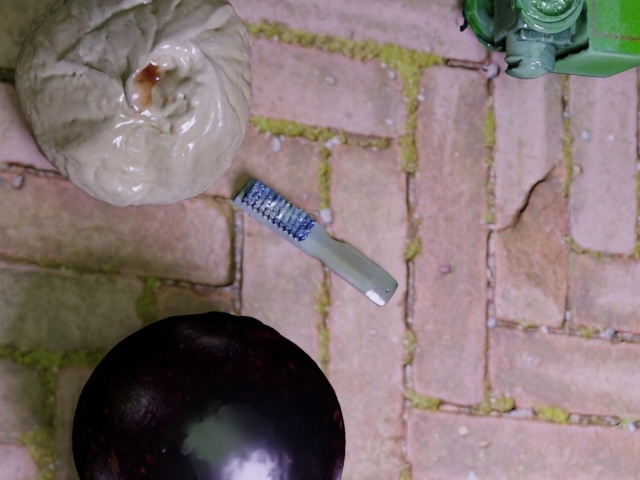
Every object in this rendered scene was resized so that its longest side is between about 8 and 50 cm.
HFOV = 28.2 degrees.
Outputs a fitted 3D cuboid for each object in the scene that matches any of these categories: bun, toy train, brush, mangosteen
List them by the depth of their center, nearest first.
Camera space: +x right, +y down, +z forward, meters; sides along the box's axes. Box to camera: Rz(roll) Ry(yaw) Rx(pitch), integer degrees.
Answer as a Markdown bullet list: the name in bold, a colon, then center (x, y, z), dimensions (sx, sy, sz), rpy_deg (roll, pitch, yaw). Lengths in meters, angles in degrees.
- **mangosteen**: center (-0.099, 0.191, 1.055), dimensions (0.228, 0.228, 0.265), rpy_deg (14, 94, -13)
- **bun**: center (-0.158, -0.137, 1.116), dimensions (0.220, 0.134, 0.220), rpy_deg (1, 87, -17)
- **brush**: center (0.000, 0.000, 1.199), dimensions (0.178, 0.030, 0.033), rpy_deg (35, 66, -8)
- **toy train**: center (0.242, -0.276, 1.249), dimensions (0.188, 0.132, 0.243), rpy_deg (1, 85, -20)
